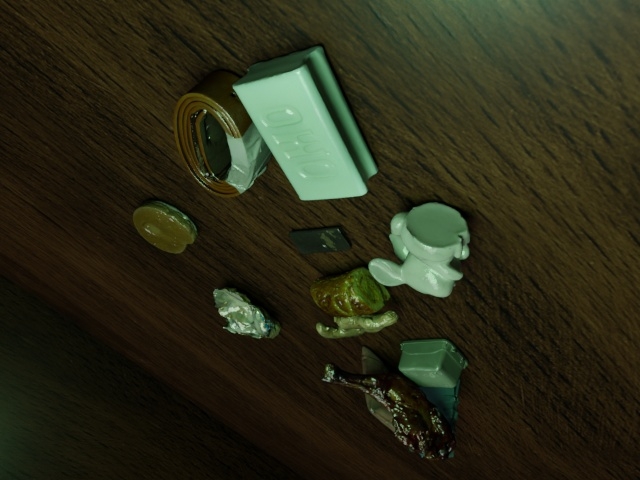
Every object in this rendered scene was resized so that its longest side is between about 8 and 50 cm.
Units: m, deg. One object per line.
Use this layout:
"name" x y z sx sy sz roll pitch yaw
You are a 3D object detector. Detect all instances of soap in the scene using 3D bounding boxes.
"soap" -0.021 -0.199 0.907 0.159 0.088 0.266 -1 136 35

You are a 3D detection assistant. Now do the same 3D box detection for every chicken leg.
"chicken leg" 0.189 0.439 1.351 0.406 0.158 0.096 34 140 5

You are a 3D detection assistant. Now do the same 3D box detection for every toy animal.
"toy animal" 0.205 0.021 0.999 0.178 0.128 0.193 24 146 10

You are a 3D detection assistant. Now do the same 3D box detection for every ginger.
"ginger" 0.119 0.221 1.346 0.149 0.065 0.258 10 155 -44

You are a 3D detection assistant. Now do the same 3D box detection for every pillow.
"pillow" 0.196 0.463 1.506 0.084 0.236 0.223 -32 125 16

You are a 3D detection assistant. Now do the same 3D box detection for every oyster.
"oyster" -0.242 0.228 1.607 0.214 0.083 0.223 13 137 15

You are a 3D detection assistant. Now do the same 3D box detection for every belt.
"belt" -0.192 -0.205 1.006 0.183 0.105 0.262 20 141 15

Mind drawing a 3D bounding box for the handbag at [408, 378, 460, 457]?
"handbag" 0.333 0.506 1.442 0.057 0.221 0.144 34 145 -25

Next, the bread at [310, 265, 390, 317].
"bread" 0.071 0.135 1.255 0.132 0.103 0.172 45 146 -21

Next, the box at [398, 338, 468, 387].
"box" 0.300 0.341 1.368 0.172 0.093 0.124 -16 126 45

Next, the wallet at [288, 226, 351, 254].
"wallet" 0.000 0.000 1.207 0.156 0.018 0.082 -3 135 36

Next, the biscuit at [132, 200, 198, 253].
"biscuit" -0.445 -0.041 1.429 0.181 0.049 0.208 38 144 -13
